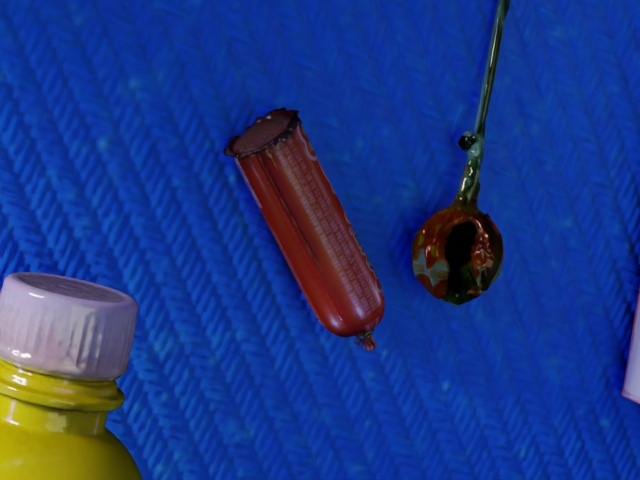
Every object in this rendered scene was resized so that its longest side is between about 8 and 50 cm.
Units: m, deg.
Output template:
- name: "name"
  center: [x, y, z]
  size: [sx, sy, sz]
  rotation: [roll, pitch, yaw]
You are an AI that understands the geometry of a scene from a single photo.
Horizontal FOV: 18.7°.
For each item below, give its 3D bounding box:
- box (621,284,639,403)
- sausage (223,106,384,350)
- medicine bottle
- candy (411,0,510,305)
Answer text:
- name: "box"
  center: [0.396, -0.017, 1.092]
  size: [0.314, 0.300, 0.312]
  rotation: [3, 100, -27]
- name: "sausage"
  center: [0.000, 0.000, 1.045]
  size: [0.145, 0.050, 0.048]
  rotation: [63, 31, -23]
- name: "medicine bottle"
  center: [-0.145, 0.126, 0.960]
  size: [0.122, 0.122, 0.212]
  rotation: [10, 97, -28]
- name: "candy"
  center: [0.087, -0.055, 1.085]
  size: [0.055, 0.049, 0.185]
  rotation: [11, 88, -35]
